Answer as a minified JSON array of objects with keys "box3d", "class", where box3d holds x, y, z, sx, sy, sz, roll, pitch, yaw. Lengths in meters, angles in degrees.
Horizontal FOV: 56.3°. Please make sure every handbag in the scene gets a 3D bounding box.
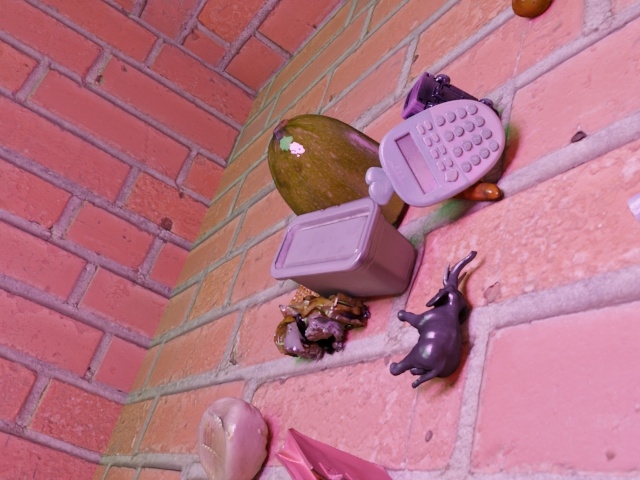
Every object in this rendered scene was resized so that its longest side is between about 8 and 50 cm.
[{"box3d":[0.038,0.393,0.981,0.059,0.212,0.157,-61,22,-4],"class":"handbag"}]

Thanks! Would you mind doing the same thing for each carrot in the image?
[{"box3d":[0.303,-0.112,1.246,0.061,0.061,0.210,-60,27,0],"class":"carrot"}]

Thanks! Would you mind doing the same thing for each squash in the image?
[{"box3d":[0.015,-0.166,1.466,0.310,0.309,0.310,-24,50,33],"class":"squash"}]

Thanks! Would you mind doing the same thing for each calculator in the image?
[{"box3d":[0.227,-0.170,1.210,0.295,0.184,0.042,-28,-10,9],"class":"calculator"}]

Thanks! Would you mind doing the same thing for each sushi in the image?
[{"box3d":[-0.019,0.207,1.438,0.291,0.139,0.131,-30,45,49],"class":"sushi"}]

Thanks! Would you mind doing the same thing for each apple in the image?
[{"box3d":[0.483,-0.556,1.374,0.089,0.074,0.089,-49,24,31],"class":"apple"}]

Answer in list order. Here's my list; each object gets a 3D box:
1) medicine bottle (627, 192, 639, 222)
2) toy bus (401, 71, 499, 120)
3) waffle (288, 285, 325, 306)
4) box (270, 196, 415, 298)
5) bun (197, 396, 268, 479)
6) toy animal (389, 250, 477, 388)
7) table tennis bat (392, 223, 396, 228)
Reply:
[{"box3d":[0.482,-0.067,0.804,0.118,0.055,0.074,-42,30,39],"class":"medicine bottle"},{"box3d":[0.282,-0.273,1.303,0.108,0.199,0.096,-41,27,63],"class":"toy bus"},{"box3d":[-0.032,0.171,1.626,0.102,0.042,0.148,-59,22,-1],"class":"waffle"},{"box3d":[0.057,0.039,1.360,0.312,0.182,0.175,-11,52,48],"class":"box"},{"box3d":[-0.212,0.499,1.499,0.229,0.145,0.229,8,100,51],"class":"bun"},{"box3d":[0.210,0.146,1.098,0.137,0.082,0.269,-23,39,52],"class":"toy animal"},{"box3d":[0.150,-0.049,1.520,0.160,0.039,0.257,-1,63,59],"class":"table tennis bat"}]
